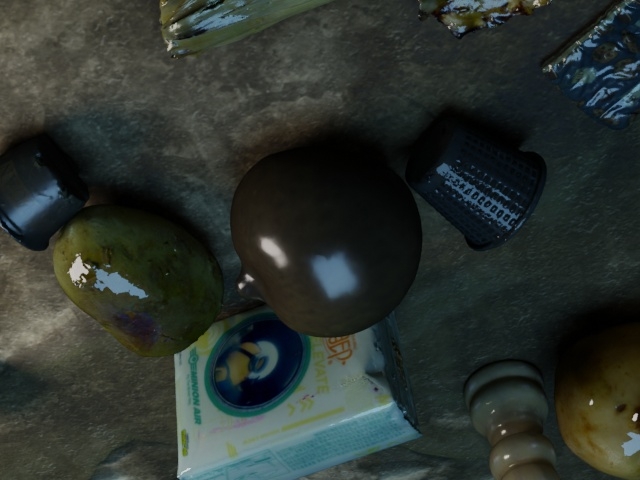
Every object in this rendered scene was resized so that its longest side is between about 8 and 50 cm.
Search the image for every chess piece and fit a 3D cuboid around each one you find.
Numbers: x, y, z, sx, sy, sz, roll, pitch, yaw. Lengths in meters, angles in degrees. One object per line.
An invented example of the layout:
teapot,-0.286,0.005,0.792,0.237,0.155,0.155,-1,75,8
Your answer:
chess piece,0.372,0.385,1.983,0.167,0.300,0.167,-5,134,-5

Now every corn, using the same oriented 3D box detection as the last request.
corn,-0.062,-0.322,1.343,0.305,0.123,0.122,-22,125,16

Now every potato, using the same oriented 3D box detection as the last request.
potato,-0.280,0.061,1.664,0.210,0.173,0.307,-29,134,23

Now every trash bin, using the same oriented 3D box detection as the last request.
trash bin,0.217,-0.095,1.593,0.161,0.175,0.175,31,124,-18

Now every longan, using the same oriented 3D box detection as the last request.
longan,0.000,0.000,1.575,0.300,0.300,0.243,-18,172,10

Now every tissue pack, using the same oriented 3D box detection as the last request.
tissue pack,-0.050,0.245,1.800,0.388,0.287,0.162,-21,140,14

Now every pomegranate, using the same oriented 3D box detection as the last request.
pomegranate,0.557,0.280,1.923,0.307,0.307,0.307,-4,135,-4

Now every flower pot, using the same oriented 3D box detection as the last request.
flower pot,-0.406,-0.077,1.536,0.107,0.157,0.157,-35,130,9

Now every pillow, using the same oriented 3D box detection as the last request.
pillow,0.461,-0.275,1.527,0.189,0.034,0.255,27,124,-32

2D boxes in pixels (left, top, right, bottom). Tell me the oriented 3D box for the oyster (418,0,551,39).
oyster,0.165,-0.399,1.320,0.221,0.096,0.361,-26,132,24
